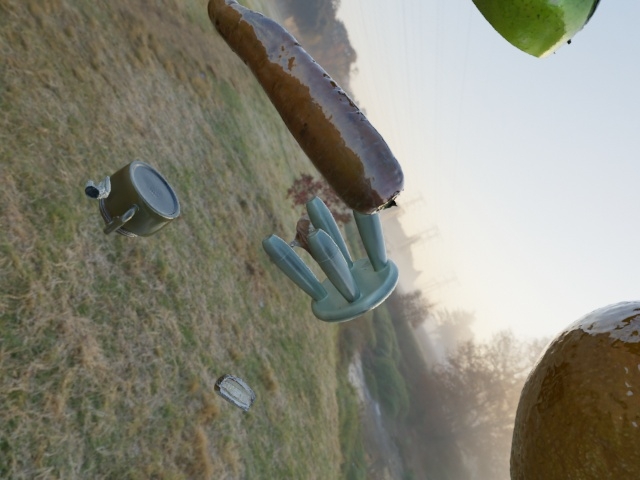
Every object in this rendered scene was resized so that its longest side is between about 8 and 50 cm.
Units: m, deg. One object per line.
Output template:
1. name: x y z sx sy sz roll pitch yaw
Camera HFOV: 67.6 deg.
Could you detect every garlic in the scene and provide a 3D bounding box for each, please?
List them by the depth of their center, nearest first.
1. garlic: 0.001 0.002 1.247 0.124 0.099 0.175 -18 77 -48

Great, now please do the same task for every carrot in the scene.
1. carrot: -0.019 -0.120 0.382 0.248 0.059 0.059 52 5 12

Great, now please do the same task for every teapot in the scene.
1. teapot: -0.493 -0.083 1.242 0.186 0.175 0.268 51 14 -19

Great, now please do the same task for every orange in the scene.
1. orange: 0.386 0.246 0.552 0.321 0.357 0.322 33 -5 3

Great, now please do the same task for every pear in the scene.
1. pear: 0.441 -0.566 1.009 0.293 0.292 0.159 68 -20 9

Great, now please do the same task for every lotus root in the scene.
1. lotus root: -0.139 0.238 0.760 0.083 0.030 0.038 53 52 -39

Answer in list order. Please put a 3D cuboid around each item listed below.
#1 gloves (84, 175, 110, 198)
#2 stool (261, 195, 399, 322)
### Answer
1. gloves: -0.384 -0.089 0.818 0.044 0.038 0.081 23 27 -7
2. stool: 0.032 0.027 0.936 0.195 0.195 0.199 -43 116 -34
